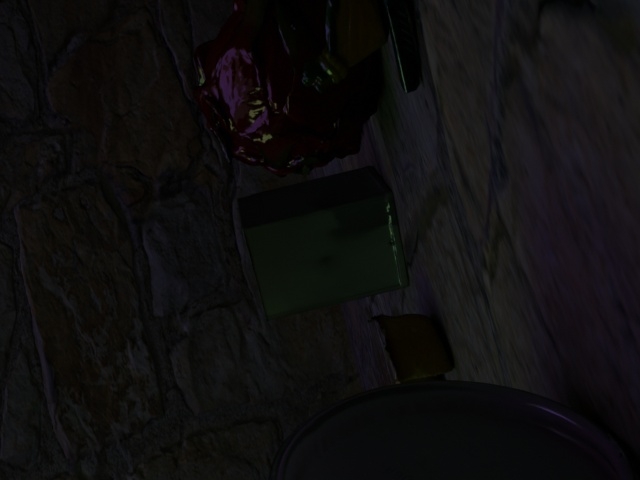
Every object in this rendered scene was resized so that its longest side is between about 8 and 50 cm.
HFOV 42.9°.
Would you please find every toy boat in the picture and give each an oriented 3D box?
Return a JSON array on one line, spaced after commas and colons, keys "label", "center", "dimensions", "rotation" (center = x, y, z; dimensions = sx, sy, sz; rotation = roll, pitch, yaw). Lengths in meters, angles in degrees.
[{"label": "toy boat", "center": [0.014, -0.246, 0.772], "dimensions": [0.089, 0.088, 0.229], "rotation": [50, -147, -63]}]

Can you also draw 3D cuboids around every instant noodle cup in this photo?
[{"label": "instant noodle cup", "center": [0.075, 0.216, 0.480], "dimensions": [0.264, 0.265, 0.200], "rotation": [-112, 17, -71]}]

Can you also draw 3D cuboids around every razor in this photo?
[{"label": "razor", "center": [0.062, -0.219, 0.708], "dimensions": [0.066, 0.033, 0.190], "rotation": [-107, 4, -58]}]

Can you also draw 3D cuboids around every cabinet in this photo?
[{"label": "cabinet", "center": [0.000, 0.000, 1.170], "dimensions": [0.150, 0.206, 0.145], "rotation": [-111, 8, -68]}]

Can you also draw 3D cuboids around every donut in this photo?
[{"label": "donut", "center": [0.118, 0.159, 1.006], "dimensions": [0.146, 0.078, 0.181], "rotation": [-106, -3, -54]}]

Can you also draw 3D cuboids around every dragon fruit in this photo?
[{"label": "dragon fruit", "center": [-0.051, -0.209, 0.963], "dimensions": [0.233, 0.234, 0.293], "rotation": [-109, -1, -64]}]
